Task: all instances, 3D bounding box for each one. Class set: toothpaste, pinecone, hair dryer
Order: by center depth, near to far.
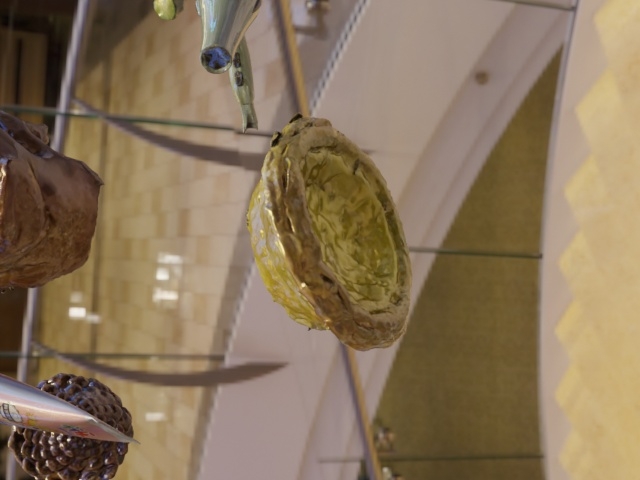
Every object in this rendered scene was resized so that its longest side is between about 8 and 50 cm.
[{"bbox_3d":[-0.232,0.123,0.814,0.067,0.195,0.042,54,-130,-59],"label":"toothpaste"},{"bbox_3d":[-0.121,-0.239,1.489,0.229,0.092,0.267,-78,-17,-66],"label":"hair dryer"},{"bbox_3d":[-0.382,0.295,1.675,0.185,0.169,0.212,53,-176,-1],"label":"pinecone"}]

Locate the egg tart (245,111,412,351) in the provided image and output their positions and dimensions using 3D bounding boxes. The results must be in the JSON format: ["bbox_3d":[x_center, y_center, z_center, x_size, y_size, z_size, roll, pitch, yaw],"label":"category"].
[{"bbox_3d":[0.000,0.000,1.443,0.132,0.345,0.345,-21,61,24],"label":"egg tart"}]

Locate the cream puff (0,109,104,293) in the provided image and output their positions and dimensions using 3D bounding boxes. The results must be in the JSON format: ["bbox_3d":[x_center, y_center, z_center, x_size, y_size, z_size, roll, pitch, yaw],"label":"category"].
[{"bbox_3d":[-0.326,-0.049,1.019,0.155,0.269,0.241,-51,51,10],"label":"cream puff"}]

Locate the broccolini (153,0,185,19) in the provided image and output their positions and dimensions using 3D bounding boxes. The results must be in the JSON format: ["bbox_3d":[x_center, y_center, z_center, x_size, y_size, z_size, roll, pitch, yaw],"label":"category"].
[{"bbox_3d":[-0.083,-0.235,0.875,0.216,0.058,0.067,-57,-41,-41],"label":"broccolini"}]
